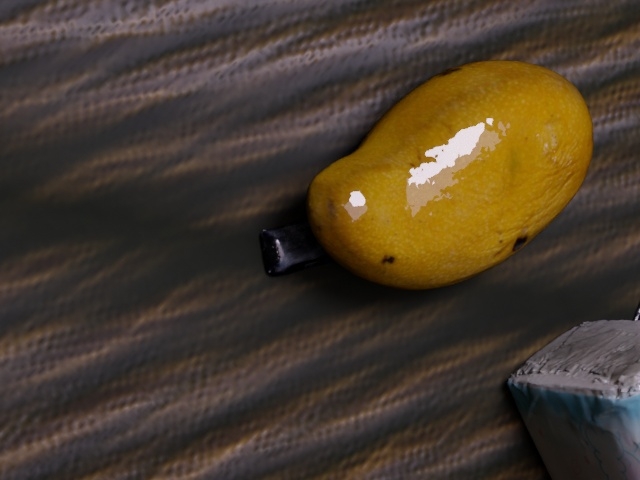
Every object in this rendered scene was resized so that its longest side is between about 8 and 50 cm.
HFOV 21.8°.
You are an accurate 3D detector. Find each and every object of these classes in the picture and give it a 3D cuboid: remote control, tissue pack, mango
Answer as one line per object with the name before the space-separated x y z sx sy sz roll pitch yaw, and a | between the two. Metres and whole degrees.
remote control | 0.000 0.000 1.293 0.096 0.014 0.039 -14 96 -25
tissue pack | 0.280 0.202 1.327 0.124 0.201 0.271 -30 101 -19
mango | 0.099 -0.050 1.290 0.262 0.109 0.157 -22 112 -22

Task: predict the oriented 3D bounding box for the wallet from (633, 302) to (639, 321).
wallet | 0.325 0.031 1.444 0.082 0.018 0.157 28 80 -22
